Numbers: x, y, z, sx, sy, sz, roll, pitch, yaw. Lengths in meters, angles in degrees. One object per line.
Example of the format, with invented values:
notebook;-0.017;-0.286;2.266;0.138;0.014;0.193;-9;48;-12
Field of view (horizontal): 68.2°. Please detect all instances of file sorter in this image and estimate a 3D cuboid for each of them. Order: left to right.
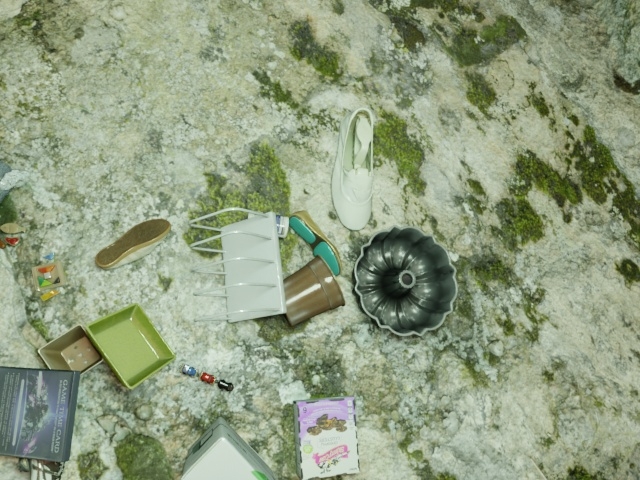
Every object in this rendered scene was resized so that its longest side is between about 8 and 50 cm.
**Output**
file sorter;-0.229;0.068;1.250;0.173;0.192;0.278;13;66;-58

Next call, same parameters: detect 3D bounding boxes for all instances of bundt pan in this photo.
bundt pan;0.239;0.127;1.427;0.330;0.124;0.331;4;75;-14

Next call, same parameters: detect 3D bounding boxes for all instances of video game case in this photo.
video game case;-0.691;0.398;1.099;0.273;0.026;0.196;-1;78;14

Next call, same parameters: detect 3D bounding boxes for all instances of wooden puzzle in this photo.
wooden puzzle;-0.717;0.095;1.245;0.078;0.014;0.117;-21;82;-18

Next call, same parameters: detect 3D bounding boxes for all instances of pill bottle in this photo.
pill bottle;-0.158;-0.048;1.397;0.120;0.067;0.067;10;74;-12

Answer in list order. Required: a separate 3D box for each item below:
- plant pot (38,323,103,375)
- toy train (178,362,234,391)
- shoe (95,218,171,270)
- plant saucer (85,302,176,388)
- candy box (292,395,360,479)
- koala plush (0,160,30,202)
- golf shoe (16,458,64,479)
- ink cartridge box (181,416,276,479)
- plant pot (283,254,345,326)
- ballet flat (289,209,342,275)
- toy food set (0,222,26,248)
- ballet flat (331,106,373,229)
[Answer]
plant pot;-0.612;0.286;1.181;0.109;0.096;0.109;-35;88;-20
toy train;-0.307;0.370;1.270;0.158;0.036;0.027;25;72;-7
shoe;-0.511;0.012;1.302;0.219;0.058;0.076;-34;67;-23
plant saucer;-0.486;0.270;1.199;0.045;0.188;0.188;-38;87;20
candy box;0.015;0.536;1.294;0.164;0.070;0.197;-1;76;-15
koala plush;-0.864;-0.133;1.180;0.196;0.204;0.221;17;41;18
golf shoe;-0.641;0.553;1.118;0.093;0.077;0.198;-26;85;-19
ink cartridge box;-0.207;0.555;1.119;0.121;0.289;0.211;-43;90;-17
plant pot;-0.040;0.151;1.338;0.165;0.167;0.167;-28;85;-11
ballet flat;0.000;0.000;1.426;0.232;0.080;0.073;52;41;0
toy food set;-0.842;-0.012;1.236;0.122;0.019;0.078;12;74;-11
ballet flat;0.113;-0.237;1.481;0.139;0.139;0.401;6;75;-13
